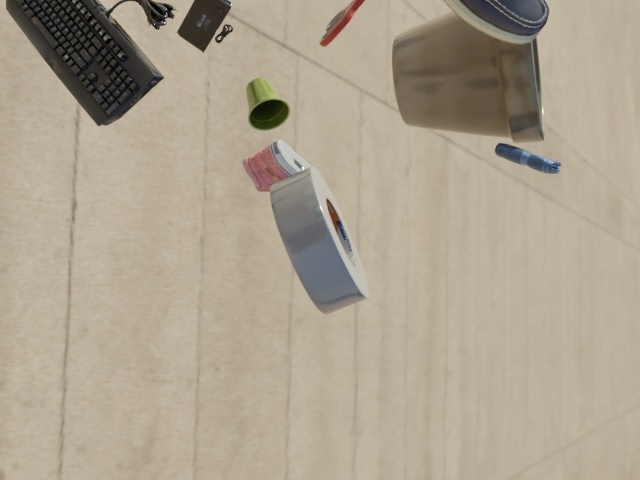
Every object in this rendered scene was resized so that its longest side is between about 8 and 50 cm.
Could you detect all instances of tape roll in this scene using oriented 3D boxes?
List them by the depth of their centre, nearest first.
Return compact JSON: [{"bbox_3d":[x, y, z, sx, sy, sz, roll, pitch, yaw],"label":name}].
[{"bbox_3d":[0.000,0.000,1.309,0.219,0.072,0.219,-22,90,-82],"label":"tape roll"}]

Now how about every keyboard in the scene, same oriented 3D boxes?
[{"bbox_3d":[-0.339,-0.333,1.295,0.201,0.317,0.033,-42,159,2],"label":"keyboard"},{"bbox_3d":[-0.257,-0.503,1.986,0.108,0.180,0.023,34,55,-11],"label":"keyboard"}]

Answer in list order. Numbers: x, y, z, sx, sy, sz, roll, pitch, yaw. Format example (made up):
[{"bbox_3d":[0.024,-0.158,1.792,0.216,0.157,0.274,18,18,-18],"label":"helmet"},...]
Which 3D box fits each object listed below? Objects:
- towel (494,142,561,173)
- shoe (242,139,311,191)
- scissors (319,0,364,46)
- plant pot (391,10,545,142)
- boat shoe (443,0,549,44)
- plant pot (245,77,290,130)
[{"bbox_3d":[0.394,-0.155,1.640,0.067,0.119,0.029,-2,114,-56],"label":"towel"},{"bbox_3d":[-0.063,-0.109,1.524,0.178,0.081,0.063,43,32,-50],"label":"shoe"},{"bbox_3d":[0.101,-0.525,1.819,0.021,0.297,0.109,40,32,-17],"label":"scissors"},{"bbox_3d":[0.302,-0.347,1.755,0.323,0.280,0.323,-4,90,-72],"label":"plant pot"},{"bbox_3d":[0.179,-0.361,1.058,0.285,0.092,0.103,44,59,-5],"label":"boat shoe"},{"bbox_3d":[-0.108,-0.266,1.636,0.083,0.083,0.079,42,22,-54],"label":"plant pot"}]
